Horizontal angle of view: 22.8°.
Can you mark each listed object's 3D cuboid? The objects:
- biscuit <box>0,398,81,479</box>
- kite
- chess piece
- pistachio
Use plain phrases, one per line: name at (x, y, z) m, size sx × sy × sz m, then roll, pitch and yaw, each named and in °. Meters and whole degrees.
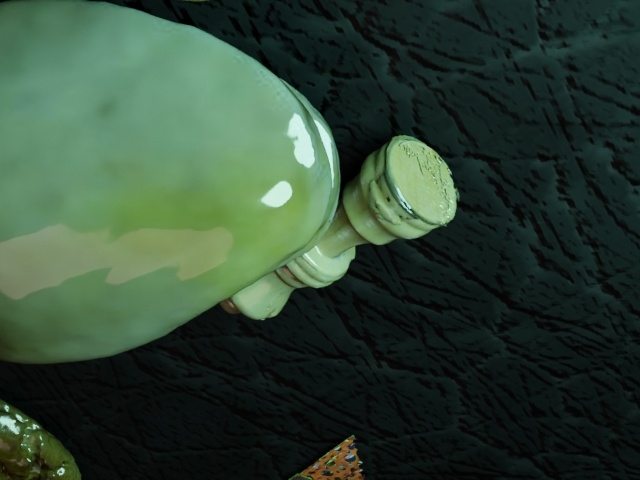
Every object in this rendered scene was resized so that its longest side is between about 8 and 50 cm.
biscuit at (-0.286, 0.177, 1.187) m, size 0.226 × 0.042 × 0.226 m, roll 5°, pitch 137°, yaw 5°
kite at (-0.008, 0.212, 1.187) m, size 0.125 × 0.008 × 0.222 m, roll -3°, pitch 135°, yaw 16°
chess piece at (0.000, 0.001, 0.933) m, size 0.060 × 0.060 × 0.172 m, roll 38°, pitch 133°, yaw -25°
pistachio at (-0.134, -0.034, 0.860) m, size 0.288 × 0.166 × 0.197 m, roll -9°, pitch 96°, yaw 1°
